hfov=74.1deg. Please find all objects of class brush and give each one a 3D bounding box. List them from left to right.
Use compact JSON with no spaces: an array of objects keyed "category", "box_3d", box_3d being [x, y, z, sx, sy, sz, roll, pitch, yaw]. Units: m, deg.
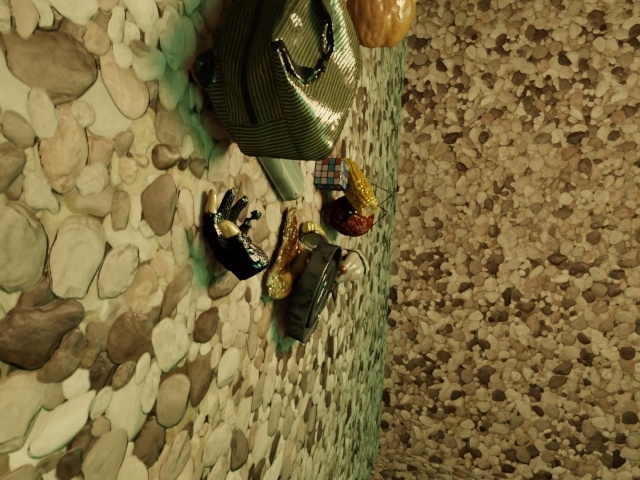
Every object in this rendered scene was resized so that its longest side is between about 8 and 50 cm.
[{"category":"brush","box_3d":[0.002,-0.002,1.415,0.313,0.072,0.067,46,37,-68]}]

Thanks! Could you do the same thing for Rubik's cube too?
[{"category":"Rubik's cube","box_3d":[0.037,-0.220,1.420,0.092,0.092,0.092,21,74,-71]}]

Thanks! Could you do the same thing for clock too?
[{"category":"clock","box_3d":[-0.016,0.151,1.263,0.312,0.061,0.312,20,90,-80]}]

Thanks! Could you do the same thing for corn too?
[{"category":"corn","box_3d":[0.116,-0.202,1.498,0.310,0.101,0.101,-115,-171,-48]}]

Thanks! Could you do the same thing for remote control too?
[{"category":"remote control","box_3d":[-0.098,-0.194,1.078,0.247,0.052,0.104,61,36,-55]}]

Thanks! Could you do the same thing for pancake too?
[{"category":"pancake","box_3d":[-0.077,0.027,1.173,0.266,0.057,0.244,-24,118,-73]}]

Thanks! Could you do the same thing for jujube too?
[{"category":"jujube","box_3d":[0.109,-0.094,1.567,0.236,0.168,0.168,0,94,-67]}]

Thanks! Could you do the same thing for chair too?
[{"category":"chair","box_3d":[0.182,-0.188,1.875,0.145,0.221,0.140,-43,-161,44]}]

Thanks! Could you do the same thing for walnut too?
[{"category":"walnut","box_3d":[0.192,-0.849,1.443,0.306,0.306,0.344,-66,155,-46]}]

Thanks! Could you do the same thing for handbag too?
[{"category":"handbag","box_3d":[-0.069,-0.341,0.813,0.240,0.247,0.341,61,43,-58]}]

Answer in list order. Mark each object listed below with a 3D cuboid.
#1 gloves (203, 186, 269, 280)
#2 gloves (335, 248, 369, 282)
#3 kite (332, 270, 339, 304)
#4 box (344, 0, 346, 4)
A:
[{"category":"gloves","box_3d":[-0.178,-0.015,0.834,0.181,0.106,0.129,58,28,-14]},{"category":"gloves","box_3d":[0.126,0.097,1.697,0.218,0.131,0.140,-37,121,-76]},{"category":"kite","box_3d":[0.065,0.177,1.734,0.159,0.010,0.190,7,88,-74]},{"category":"box","box_3d":[0.026,-0.733,1.254,0.048,0.100,0.152,4,90,-69]}]
